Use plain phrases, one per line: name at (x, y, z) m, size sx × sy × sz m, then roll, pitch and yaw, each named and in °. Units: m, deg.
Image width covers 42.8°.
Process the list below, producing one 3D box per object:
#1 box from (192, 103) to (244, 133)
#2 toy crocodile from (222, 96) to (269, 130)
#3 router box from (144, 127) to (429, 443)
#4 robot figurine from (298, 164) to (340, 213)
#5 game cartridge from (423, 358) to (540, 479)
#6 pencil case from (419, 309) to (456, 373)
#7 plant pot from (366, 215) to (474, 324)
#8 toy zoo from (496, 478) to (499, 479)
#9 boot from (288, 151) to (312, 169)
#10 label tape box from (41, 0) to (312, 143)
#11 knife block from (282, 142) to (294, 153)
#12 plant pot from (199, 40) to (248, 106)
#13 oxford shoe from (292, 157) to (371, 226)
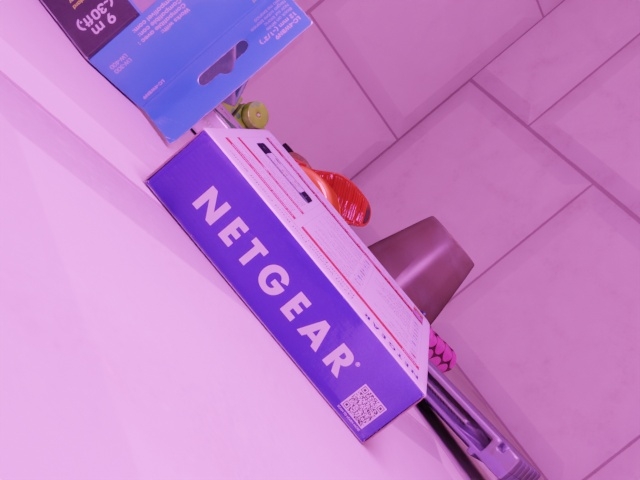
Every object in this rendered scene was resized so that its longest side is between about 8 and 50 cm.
box at (-0.190, -0.212, 1.551) m, size 0.232 × 0.058 × 0.322 m, roll 49°, pitch 5°, yaw -12°
toy crocodile at (-0.217, -0.307, 1.836) m, size 0.115 × 0.105 × 0.340 m, roll 2°, pitch -40°, yaw 42°
router box at (-0.014, 0.025, 0.918) m, size 0.335 × 0.082 × 0.301 m, roll 50°, pitch 11°, yaw 0°
robot figurine at (-0.037, -0.048, 1.242) m, size 0.158 × 0.128 × 0.219 m, roll 19°, pitch -1°, yaw 8°
game cartridge at (0.221, 0.281, 1.416) m, size 0.355 × 0.068 × 0.230 m, roll 46°, pitch -3°, yaw 32°
pencil case at (0.272, 0.263, 2.083) m, size 0.098 × 0.095 × 0.209 m, roll 33°, pitch -11°, yaw 41°
plant pot at (0.276, 0.088, 2.355) m, size 0.323 × 0.280 × 0.323 m, roll 49°, pitch 5°, yaw -6°
toy zoo at (0.364, 0.496, 1.357) m, size 0.192 × 0.030 × 0.293 m, roll 50°, pitch 4°, yaw 8°
boot at (-0.013, -0.070, 2.005) m, size 0.211 × 0.104 × 0.295 m, roll 54°, pitch 6°, yaw -43°
label tape box at (-0.216, -0.337, 1.039) m, size 0.348 × 0.249 × 0.115 m, roll 51°, pitch 4°, yaw 13°
knife block at (-0.052, -0.168, 2.429) m, size 0.242 × 0.088 × 0.276 m, roll 47°, pitch 5°, yaw -30°
plant pot at (-0.219, -0.412, 1.331) m, size 0.252 × 0.247 × 0.248 m, roll 15°, pitch -41°, yaw 5°
oxford shoe at (-0.013, -0.101, 1.751) m, size 0.271 × 0.097 × 0.098 m, roll 27°, pitch -21°, yaw -24°
